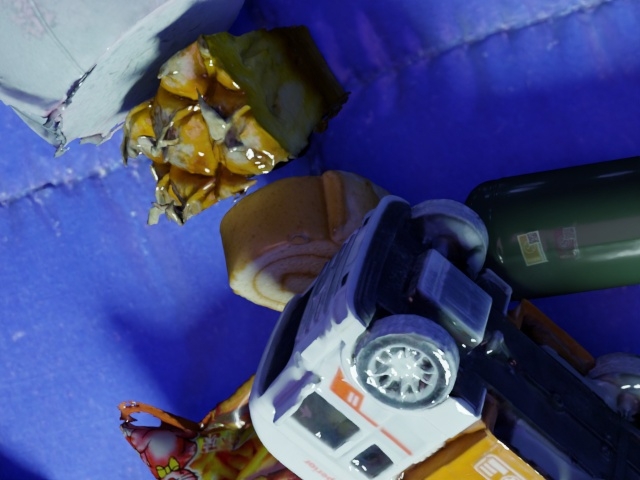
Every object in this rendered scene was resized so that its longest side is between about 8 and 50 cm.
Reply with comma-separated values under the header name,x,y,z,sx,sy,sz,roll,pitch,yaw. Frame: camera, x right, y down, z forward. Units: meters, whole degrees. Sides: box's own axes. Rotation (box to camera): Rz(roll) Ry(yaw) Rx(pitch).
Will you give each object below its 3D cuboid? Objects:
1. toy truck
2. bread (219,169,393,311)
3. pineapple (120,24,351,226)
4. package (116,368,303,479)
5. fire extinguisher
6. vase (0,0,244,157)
name,x,y,z,sx,sy,sz,roll,pitch,yaw
toy truck,0.127,0.161,1.300,0.387,0.173,0.207,40,125,-13
bread,0.000,0.000,1.379,0.122,0.149,0.073,-37,51,32
pineapple,-0.066,-0.094,1.379,0.186,0.236,0.114,-31,92,-15
package,-0.011,0.217,1.457,0.223,0.108,0.288,-25,100,19
fire extinguisher,0.204,-0.004,1.324,0.311,0.095,0.114,-7,97,22
vase,-0.256,-0.300,1.367,0.250,0.250,0.445,-42,81,24
